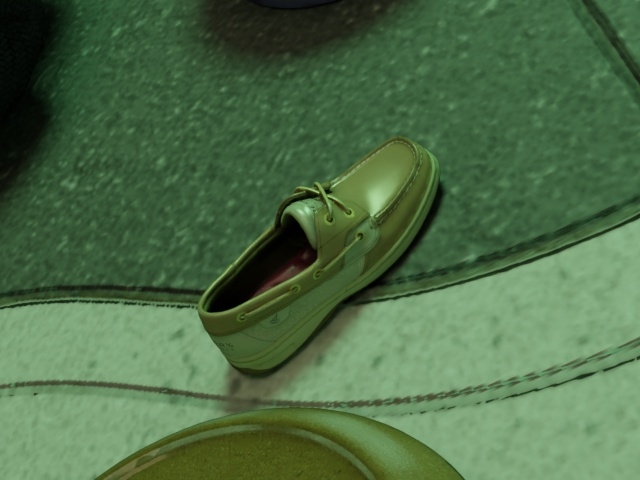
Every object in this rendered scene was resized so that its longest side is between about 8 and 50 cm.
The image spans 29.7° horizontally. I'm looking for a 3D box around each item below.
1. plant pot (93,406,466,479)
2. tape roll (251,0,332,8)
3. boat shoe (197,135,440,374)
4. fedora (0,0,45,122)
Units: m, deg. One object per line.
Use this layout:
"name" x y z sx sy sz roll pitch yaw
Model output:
"plant pot" -0.048 0.147 0.432 0.236 0.032 0.236 -20 37 15
"tape roll" 0.005 -0.234 0.721 0.189 0.080 0.189 -20 45 21
"boat shoe" 0.000 0.000 0.545 0.135 0.045 0.050 -48 43 -11
"fedora" -0.292 -0.124 0.743 0.334 0.334 0.152 -35 72 4
